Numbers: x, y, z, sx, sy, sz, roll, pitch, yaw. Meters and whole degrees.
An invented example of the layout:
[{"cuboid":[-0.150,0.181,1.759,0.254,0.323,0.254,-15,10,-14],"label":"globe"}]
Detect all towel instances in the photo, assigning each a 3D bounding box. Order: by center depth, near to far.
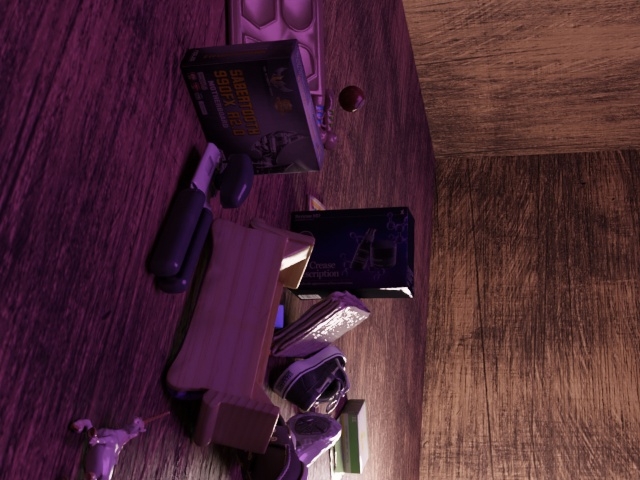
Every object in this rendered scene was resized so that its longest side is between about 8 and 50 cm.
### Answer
[{"cuboid":[-0.001,0.179,1.799,0.049,0.187,0.282,56,6,16],"label":"towel"}]

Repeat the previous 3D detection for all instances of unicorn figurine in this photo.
[{"cuboid":[-0.261,0.259,1.041,0.111,0.060,0.161,62,46,-60],"label":"unicorn figurine"}]

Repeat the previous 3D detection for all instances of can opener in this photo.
[{"cuboid":[-0.172,-0.043,1.312,0.283,0.095,0.076,-77,159,-44],"label":"can opener"}]

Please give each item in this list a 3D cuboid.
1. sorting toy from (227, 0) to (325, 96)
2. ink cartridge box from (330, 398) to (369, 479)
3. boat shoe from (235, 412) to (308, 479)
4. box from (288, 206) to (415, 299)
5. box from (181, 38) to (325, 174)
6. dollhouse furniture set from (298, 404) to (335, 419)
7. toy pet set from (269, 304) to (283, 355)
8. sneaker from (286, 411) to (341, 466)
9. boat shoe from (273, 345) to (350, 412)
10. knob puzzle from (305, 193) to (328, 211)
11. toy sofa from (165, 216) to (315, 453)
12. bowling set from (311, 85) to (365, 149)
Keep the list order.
[{"cuboid":[-0.083,-0.335,1.626,0.229,0.041,0.307,-1,89,-39],"label":"sorting toy"},{"cuboid":[0.078,0.536,2.274,0.235,0.056,0.171,-36,123,-75],"label":"ink cartridge box"},{"cuboid":[-0.091,0.356,1.445,0.091,0.109,0.305,60,-2,-10],"label":"boat shoe"},{"cuboid":[0.070,0.029,1.891,0.103,0.261,0.184,51,39,-66],"label":"box"},{"cuboid":[-0.105,-0.211,1.417,0.056,0.183,0.231,-77,160,-44],"label":"box"},{"cuboid":[0.003,0.377,1.949,0.114,0.081,0.091,-3,91,-75],"label":"dollhouse furniture set"},{"cuboid":[-0.099,0.179,1.621,0.122,0.065,0.114,37,53,-72],"label":"toy pet set"},{"cuboid":[-0.053,0.416,1.666,0.232,0.090,0.115,-22,130,-40],"label":"sneaker"},{"cuboid":[0.007,0.301,1.842,0.113,0.105,0.306,-54,164,7],"label":"boat shoe"},{"cuboid":[0.000,0.000,2.082,0.213,0.030,0.213,-1,90,-75],"label":"knob puzzle"},{"cuboid":[-0.132,0.145,1.406,0.150,0.177,0.362,109,-7,-51],"label":"toy sofa"},{"cuboid":[-0.013,-0.237,1.760,0.287,0.200,0.154,-9,98,-71],"label":"bowling set"}]
